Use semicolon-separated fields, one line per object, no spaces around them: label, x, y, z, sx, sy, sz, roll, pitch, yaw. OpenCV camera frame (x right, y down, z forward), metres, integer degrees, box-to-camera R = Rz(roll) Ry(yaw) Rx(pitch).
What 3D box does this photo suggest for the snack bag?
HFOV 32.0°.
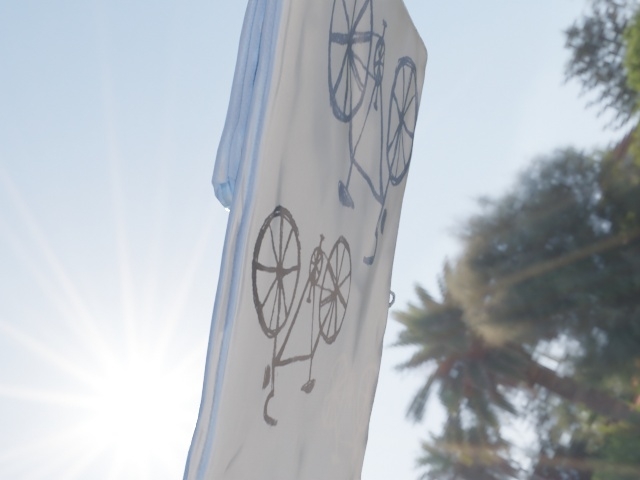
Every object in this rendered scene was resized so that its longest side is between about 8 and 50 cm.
snack bag;0.000;0.000;0.629;0.323;0.037;0.342;29;-111;-74
